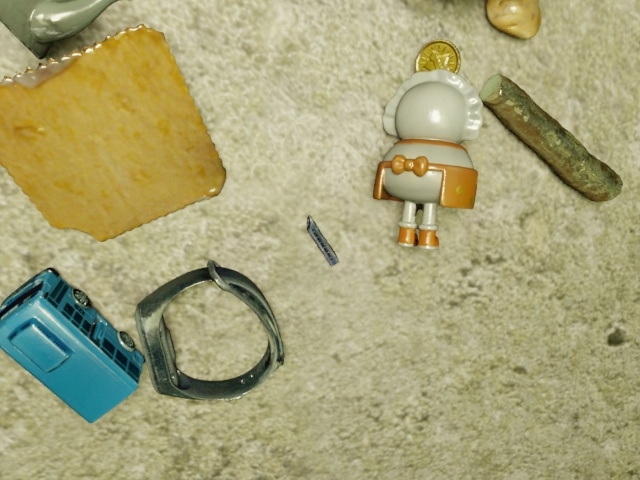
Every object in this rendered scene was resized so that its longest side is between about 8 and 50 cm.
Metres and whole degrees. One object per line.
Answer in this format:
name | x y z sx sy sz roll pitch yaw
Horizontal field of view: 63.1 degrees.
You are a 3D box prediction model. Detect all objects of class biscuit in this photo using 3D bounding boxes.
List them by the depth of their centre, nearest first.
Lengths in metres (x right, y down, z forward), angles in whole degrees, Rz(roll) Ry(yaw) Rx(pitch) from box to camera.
biscuit | -0.250 -0.109 0.620 0.231 0.013 0.237 -24 132 -6

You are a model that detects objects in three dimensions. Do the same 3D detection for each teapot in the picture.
teapot | -0.300 -0.302 0.524 0.239 0.162 0.149 45 83 5

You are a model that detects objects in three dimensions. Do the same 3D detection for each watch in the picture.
watch | -0.151 0.130 0.737 0.192 0.068 0.207 -11 113 -14

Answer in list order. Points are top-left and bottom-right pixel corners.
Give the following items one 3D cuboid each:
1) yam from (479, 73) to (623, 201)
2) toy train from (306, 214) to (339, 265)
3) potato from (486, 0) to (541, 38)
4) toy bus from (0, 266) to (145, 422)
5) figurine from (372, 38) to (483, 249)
yam | 0.346 -0.147 0.779 0.274 0.061 0.061 33 97 -20
toy train | 0.000 0.000 0.758 0.017 0.017 0.083 -31 112 5
potato | 0.266 -0.313 0.709 0.068 0.062 0.083 -45 135 19
toy bus | -0.322 0.135 0.672 0.090 0.106 0.185 -37 112 2
figurine | 0.142 -0.123 0.696 0.143 0.143 0.272 -7 111 -12
